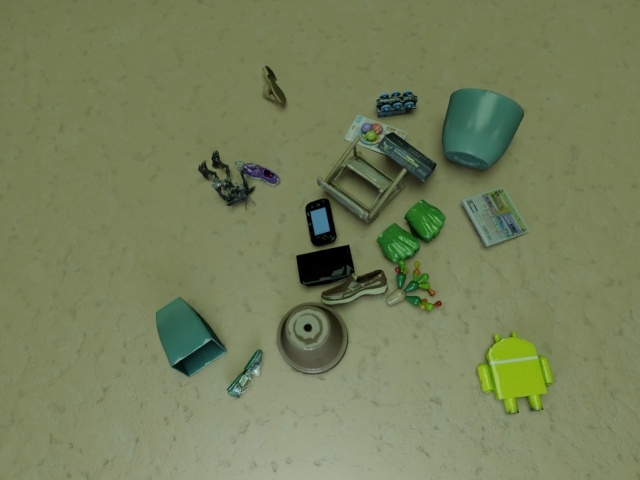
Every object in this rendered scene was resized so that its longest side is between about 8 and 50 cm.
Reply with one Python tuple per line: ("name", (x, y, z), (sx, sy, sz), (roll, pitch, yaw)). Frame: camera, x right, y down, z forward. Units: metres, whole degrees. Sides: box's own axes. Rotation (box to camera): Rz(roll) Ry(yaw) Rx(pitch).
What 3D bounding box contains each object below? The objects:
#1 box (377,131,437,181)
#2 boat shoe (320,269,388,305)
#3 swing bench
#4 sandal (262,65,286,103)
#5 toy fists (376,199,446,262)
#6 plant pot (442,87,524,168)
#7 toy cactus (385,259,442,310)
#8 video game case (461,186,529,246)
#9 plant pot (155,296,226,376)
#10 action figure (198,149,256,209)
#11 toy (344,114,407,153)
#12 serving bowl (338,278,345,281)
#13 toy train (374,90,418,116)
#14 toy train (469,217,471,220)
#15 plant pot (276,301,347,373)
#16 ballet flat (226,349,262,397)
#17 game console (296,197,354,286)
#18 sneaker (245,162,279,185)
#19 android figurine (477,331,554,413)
("box", (0.347, -0.336, 1.937), (0.233, 0.183, 0.059), (37, 116, 5))
("boat shoe", (0.121, 0.164, 1.808), (0.258, 0.095, 0.095), (-14, 112, -13))
("swing bench", (0.165, -0.228, 1.940), (0.253, 0.165, 0.254), (39, 82, 16))
("sandal", (-0.227, -0.677, 2.195), (0.079, 0.088, 0.240), (-35, 59, 24))
("toy fists", (0.358, -0.026, 1.884), (0.279, 0.096, 0.142), (-39, 63, -9))
("plant pot", (0.615, -0.423, 1.924), (0.293, 0.293, 0.235), (21, 88, 11))
("toy cactus", (0.328, 0.184, 1.801), (0.180, 0.112, 0.219), (-35, 91, 8))
("video game case", (0.683, -0.096, 1.908), (0.193, 0.023, 0.212), (-18, 68, -13))
("plant pot", (-0.486, 0.335, 1.769), (0.166, 0.165, 0.234), (-33, 62, -9))
("action figure", (-0.378, -0.247, 1.994), (0.276, 0.141, 0.164), (41, 65, 18))
("toy", (0.236, -0.457, 2.075), (0.237, 0.056, 0.136), (25, 72, 13))
("serving bowl", (0.069, 0.123, 1.877), (0.083, 0.027, 0.083), (-3, 65, 6))
("toy train", (0.324, -0.586, 2.091), (0.184, 0.105, 0.080), (-6, 78, 2))
("toy train", (0.628, -0.081, 1.925), (0.083, 0.017, 0.023), (15, 81, 9))
("plant pot", (-0.035, 0.322, 1.704), (0.263, 0.229, 0.263), (-1, 68, 4))
("ballet flat", (-0.256, 0.482, 1.754), (0.070, 0.070, 0.188), (35, 77, 15))
("game console", (0.000, 0.000, 1.907), (0.213, 0.044, 0.361), (-12, 63, 3))
("sneaker", (-0.247, -0.290, 2.036), (0.170, 0.071, 0.068), (21, 72, 12))
("android figurine", (0.675, 0.455, 1.696), (0.248, 0.056, 0.272), (-9, 69, 1))
